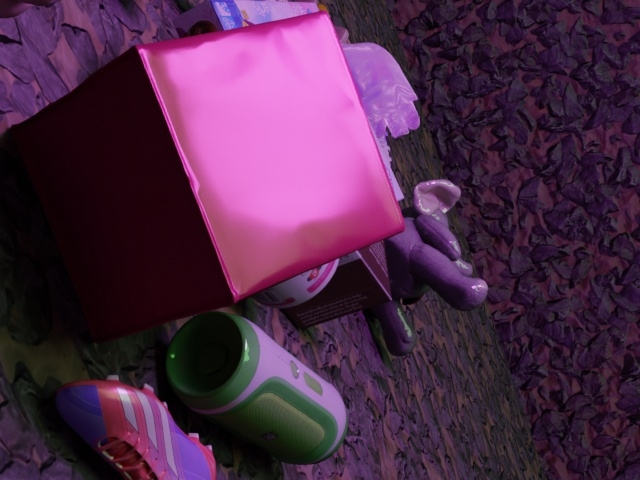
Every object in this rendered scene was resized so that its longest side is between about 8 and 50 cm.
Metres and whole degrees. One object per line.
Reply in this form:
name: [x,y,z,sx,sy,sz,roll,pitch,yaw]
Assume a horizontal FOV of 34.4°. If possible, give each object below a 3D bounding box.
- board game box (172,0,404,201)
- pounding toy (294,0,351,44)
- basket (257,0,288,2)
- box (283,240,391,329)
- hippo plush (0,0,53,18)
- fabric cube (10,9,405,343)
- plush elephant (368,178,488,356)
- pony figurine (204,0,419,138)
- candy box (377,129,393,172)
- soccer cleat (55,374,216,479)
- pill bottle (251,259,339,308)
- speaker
board game box: [-0.028,-0.163,1.372,0.318,0.066,0.318,65,26,-1]
pounding toy: [-0.019,-0.419,2.099,0.155,0.154,0.269,53,24,-46]
basket: [-0.132,-0.451,1.856,0.103,0.113,0.167,-95,159,-46]
box: [0.000,0.000,1.664,0.167,0.169,0.203,53,24,-46]
hippo plush: [-0.298,-0.390,1.031,0.236,0.294,0.234,50,6,-29]
fabric cube: [-0.117,-0.065,1.083,0.258,0.259,0.254,-24,95,-44]
plush elephant: [0.199,0.028,2.086,0.330,0.272,0.255,50,40,12]
pony figurine: [-0.042,-0.285,1.690,0.363,0.303,0.350,17,51,-60]
candy box: [0.051,-0.161,2.013,0.070,0.165,0.196,115,-22,-44]
soccer cleat: [-0.178,0.215,1.033,0.248,0.083,0.095,53,28,-51]
pill bottle: [-0.099,-0.037,1.412,0.283,0.160,0.160,50,26,-50]
speaker: [-0.072,0.192,1.295,0.296,0.131,0.131,46,30,-54]
